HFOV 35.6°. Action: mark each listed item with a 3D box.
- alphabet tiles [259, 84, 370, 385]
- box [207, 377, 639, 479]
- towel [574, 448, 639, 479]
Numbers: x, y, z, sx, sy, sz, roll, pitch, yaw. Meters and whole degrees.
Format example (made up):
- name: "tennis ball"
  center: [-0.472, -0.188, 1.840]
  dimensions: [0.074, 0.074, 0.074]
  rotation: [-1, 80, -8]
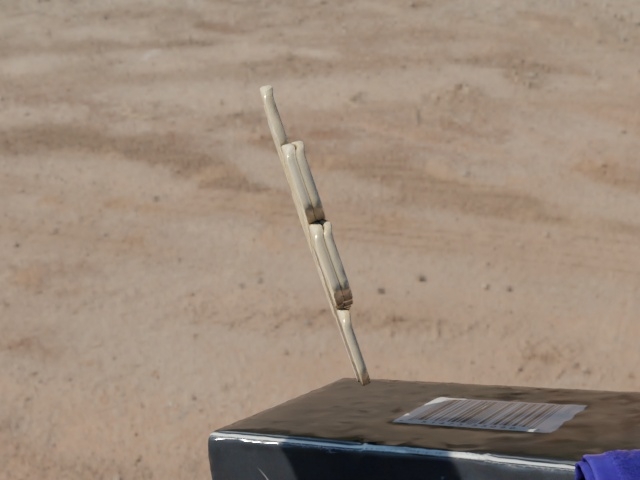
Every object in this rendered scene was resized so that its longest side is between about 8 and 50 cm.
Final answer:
- name: "alphabet tiles"
  center: [0.000, 0.000, 0.938]
  dimensions: [0.021, 0.278, 0.284]
  rotation: [-19, -7, -1]
- name: "box"
  center: [0.172, 0.402, 0.997]
  dimensions: [0.480, 0.471, 0.297]
  rotation: [-1, 4, 31]
- name: "towel"
  center: [0.315, 0.212, 0.553]
  dimensions: [0.308, 0.076, 0.227]
  rotation: [-5, 48, -2]
